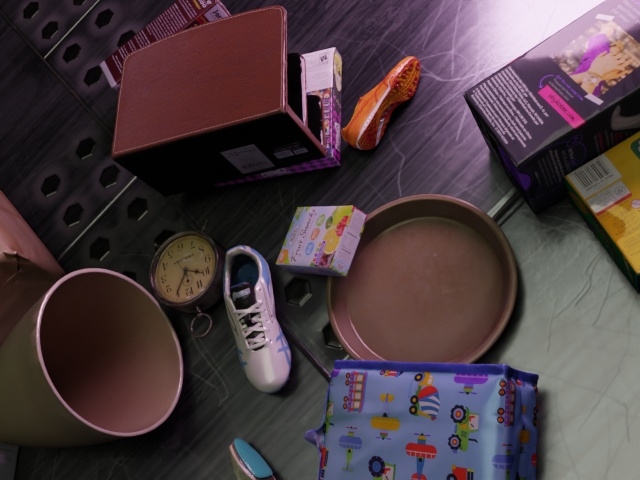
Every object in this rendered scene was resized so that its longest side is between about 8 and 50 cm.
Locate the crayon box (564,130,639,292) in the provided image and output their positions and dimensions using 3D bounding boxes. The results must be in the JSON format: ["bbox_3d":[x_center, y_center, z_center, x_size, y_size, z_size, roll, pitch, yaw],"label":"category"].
[{"bbox_3d":[0.477,-0.079,0.977,0.279,0.081,0.165,-32,60,10],"label":"crayon box"}]

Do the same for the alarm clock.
[{"bbox_3d":[-0.204,0.068,1.241,0.129,0.064,0.192,-23,59,14],"label":"alarm clock"}]

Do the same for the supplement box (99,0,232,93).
[{"bbox_3d":[-0.259,-0.337,1.396,0.239,0.130,0.073,-38,58,8],"label":"supplement box"}]

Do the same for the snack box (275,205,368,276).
[{"bbox_3d":[0.000,0.000,1.159,0.141,0.037,0.100,2,66,54],"label":"snack box"}]

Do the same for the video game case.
[{"bbox_3d":[-0.076,-0.207,1.309,0.232,0.042,0.210,-8,66,22],"label":"video game case"}]

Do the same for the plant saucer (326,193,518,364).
[{"bbox_3d":[0.142,0.067,1.097,0.278,0.041,0.277,-10,66,22],"label":"plant saucer"}]

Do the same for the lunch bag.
[{"bbox_3d":[0.105,0.262,0.957,0.293,0.138,0.220,-2,76,31],"label":"lunch bag"}]

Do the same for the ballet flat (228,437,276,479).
[{"bbox_3d":[-0.083,0.348,1.076,0.168,0.057,0.052,39,99,32],"label":"ballet flat"}]

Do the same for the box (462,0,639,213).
[{"bbox_3d":[0.354,-0.185,1.028,0.270,0.165,0.143,-32,60,9],"label":"box"}]

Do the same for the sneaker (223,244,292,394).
[{"bbox_3d":[-0.104,0.117,1.163,0.085,0.086,0.237,-23,63,13],"label":"sneaker"}]

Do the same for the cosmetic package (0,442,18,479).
[{"bbox_3d":[-0.601,0.336,1.262,0.152,0.151,0.183,-9,65,22],"label":"cosmetic package"}]

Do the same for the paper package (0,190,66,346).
[{"bbox_3d":[-0.675,0.060,1.403,0.309,0.168,0.325,-47,59,0],"label":"paper package"}]

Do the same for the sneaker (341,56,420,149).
[{"bbox_3d":[0.094,-0.226,1.228,0.175,0.064,0.067,-51,48,-5],"label":"sneaker"}]

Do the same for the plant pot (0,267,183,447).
[{"bbox_3d":[-0.399,0.213,1.186,0.274,0.257,0.256,-29,59,30],"label":"plant pot"}]

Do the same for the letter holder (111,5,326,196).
[{"bbox_3d":[-0.161,-0.223,1.243,0.302,0.152,0.214,-12,65,21],"label":"letter holder"}]
